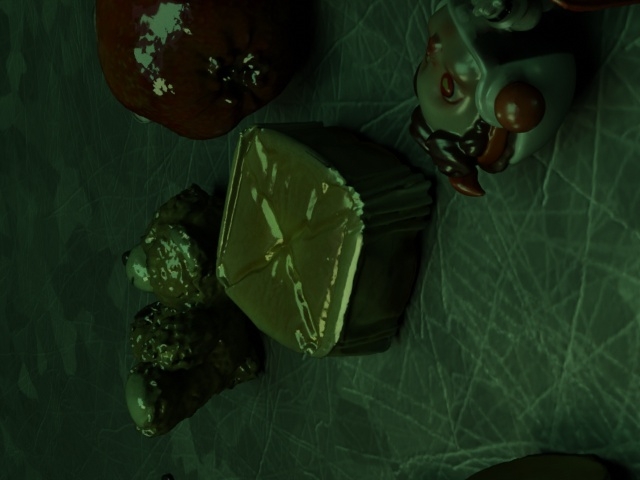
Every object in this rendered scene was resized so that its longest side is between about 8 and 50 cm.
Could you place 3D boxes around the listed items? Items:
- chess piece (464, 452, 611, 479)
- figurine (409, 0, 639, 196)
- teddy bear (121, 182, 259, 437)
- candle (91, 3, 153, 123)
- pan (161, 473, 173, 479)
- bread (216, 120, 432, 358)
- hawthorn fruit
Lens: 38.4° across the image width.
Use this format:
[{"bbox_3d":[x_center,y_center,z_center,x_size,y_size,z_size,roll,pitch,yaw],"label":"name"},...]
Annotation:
[{"bbox_3d":[0.202,0.373,0.710,0.117,0.117,0.396,-9,94,54],"label":"chess piece"},{"bbox_3d":[0.126,-0.136,0.658,0.183,0.160,0.226,56,146,30],"label":"figurine"},{"bbox_3d":[-0.153,0.066,1.065,0.267,0.156,0.256,-113,20,-69],"label":"teddy bear"},{"bbox_3d":[-0.214,-0.250,1.134,0.192,0.068,0.168,59,143,22],"label":"candle"},{"bbox_3d":[-0.223,0.463,1.363,0.136,0.028,0.235,2,100,53],"label":"pan"},{"bbox_3d":[0.001,-0.002,0.878,0.192,0.110,0.209,32,124,37],"label":"bread"},{"bbox_3d":[-0.138,-0.226,0.941,0.253,0.205,0.205,50,135,41],"label":"hawthorn fruit"}]
